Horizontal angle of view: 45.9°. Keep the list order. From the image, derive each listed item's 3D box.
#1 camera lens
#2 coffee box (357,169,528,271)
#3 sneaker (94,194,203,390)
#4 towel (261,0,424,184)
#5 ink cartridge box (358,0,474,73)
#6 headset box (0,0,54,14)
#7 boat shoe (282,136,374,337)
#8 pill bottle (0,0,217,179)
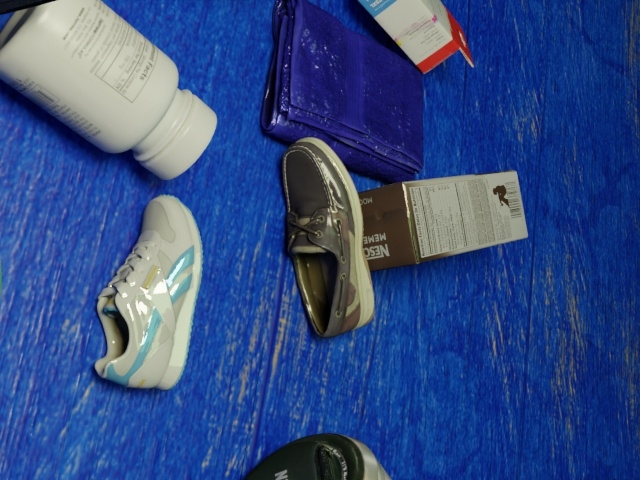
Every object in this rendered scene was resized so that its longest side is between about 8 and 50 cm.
[{"bbox_3d":[0.025,0.392,0.923,0.274,0.219,0.219,56,50,-21],"label":"camera lens"},{"bbox_3d":[0.166,-0.030,1.176,0.297,0.168,0.118,-10,90,-44],"label":"coffee box"},{"bbox_3d":[-0.197,0.053,0.864,0.092,0.087,0.228,16,70,-39],"label":"sneaker"},{"bbox_3d":[0.052,-0.225,1.163,0.308,0.076,0.227,18,71,-41],"label":"towel"},{"bbox_3d":[0.155,-0.375,1.257,0.231,0.078,0.134,40,32,-32],"label":"ink cartridge box"},{"bbox_3d":[-0.355,-0.308,0.563,0.283,0.131,0.246,-23,108,-62],"label":"headset box"},{"bbox_3d":[0.000,0.000,1.057,0.092,0.103,0.285,-25,106,-49],"label":"boat shoe"},{"bbox_3d":[-0.232,-0.172,0.837,0.229,0.131,0.131,38,58,-33],"label":"pill bottle"}]
